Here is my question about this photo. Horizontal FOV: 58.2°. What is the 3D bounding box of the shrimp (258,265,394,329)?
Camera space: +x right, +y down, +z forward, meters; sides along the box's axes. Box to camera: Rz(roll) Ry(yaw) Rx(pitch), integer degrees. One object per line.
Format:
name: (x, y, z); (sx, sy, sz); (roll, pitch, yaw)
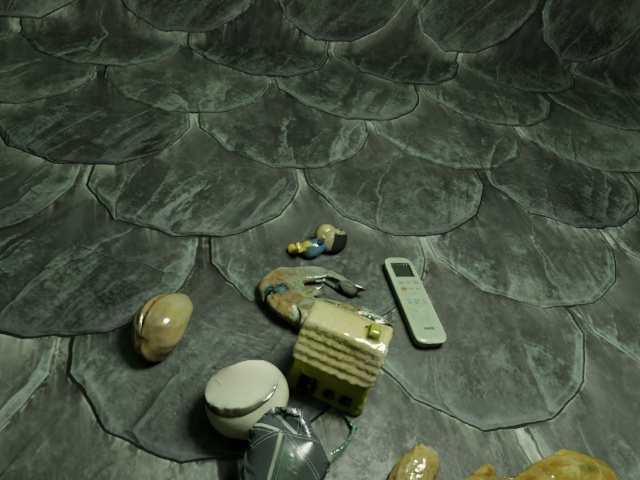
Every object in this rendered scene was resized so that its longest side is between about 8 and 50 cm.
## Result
shrimp: (0.018, 0.150, 1.463); (0.360, 0.085, 0.247); (18, 33, 11)

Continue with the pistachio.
pistachio: (-0.354, 0.187, 1.292); (0.124, 0.124, 0.185); (21, 35, 10)

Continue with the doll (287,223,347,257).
doll: (0.000, 0.000, 1.622); (0.179, 0.102, 0.088); (-9, 88, -28)

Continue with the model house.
model house: (0.046, 0.230, 1.249); (0.193, 0.234, 0.174); (23, 41, 10)

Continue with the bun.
bun: (-0.143, 0.333, 1.170); (0.173, 0.119, 0.173); (-12, 26, 6)

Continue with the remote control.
remote control: (0.245, 0.159, 1.533); (0.090, 0.038, 0.309); (0, 42, -15)

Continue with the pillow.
pillow: (-0.088, 0.461, 1.007); (0.162, 0.092, 0.335); (20, 65, 0)

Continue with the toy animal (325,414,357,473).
toy animal: (-0.004, 0.425, 1.144); (0.253, 0.070, 0.079); (-22, 64, -36)

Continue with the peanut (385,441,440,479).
peanut: (0.168, 0.487, 1.099); (0.100, 0.099, 0.214); (19, 46, 8)

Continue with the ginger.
ginger: (0.413, 0.511, 1.113); (0.348, 0.122, 0.363); (33, 54, 10)
